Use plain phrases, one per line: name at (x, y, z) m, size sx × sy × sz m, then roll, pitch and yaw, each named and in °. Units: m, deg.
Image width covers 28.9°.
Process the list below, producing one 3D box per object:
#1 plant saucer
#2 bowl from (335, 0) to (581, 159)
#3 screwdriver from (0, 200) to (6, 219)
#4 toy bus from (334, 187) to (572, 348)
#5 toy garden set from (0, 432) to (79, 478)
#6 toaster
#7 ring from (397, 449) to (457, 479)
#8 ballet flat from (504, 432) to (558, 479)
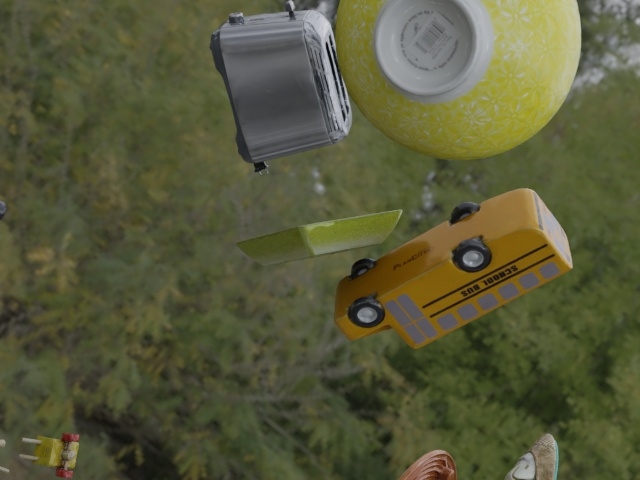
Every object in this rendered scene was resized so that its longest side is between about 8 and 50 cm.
plant saucer at (0.000, 0.000, 1.837) m, size 0.188 × 0.188 × 0.045 m, roll -14°, pitch -93°, yaw 55°
bowl at (0.137, -0.224, 1.384) m, size 0.289 × 0.289 × 0.156 m, roll 38°, pitch 20°, yaw 9°
screwdriver at (-0.359, -0.046, 1.092) m, size 0.170 × 0.025 × 0.024 m, roll 14°, pitch 0°, yaw -30°
toy bus at (0.183, 0.050, 1.788) m, size 0.130 × 0.333 × 0.108 m, roll 48°, pitch 24°, yaw -27°
toy garden set at (-0.487, 0.387, 1.907) m, size 0.244 × 0.204 × 0.049 m, roll 10°, pitch -9°, yaw -15°
toaster at (-0.047, -0.199, 1.644) m, size 0.129 × 0.146 × 0.227 m, roll -68°, pitch 147°, yaw -67°
ring at (0.124, 0.472, 1.856) m, size 0.032 × 0.336 × 0.336 m, roll 24°, pitch -12°, yaw 27°
ballet flat at (0.292, 0.360, 1.749) m, size 0.067 × 0.206 × 0.073 m, roll 18°, pitch -35°, yaw -12°
